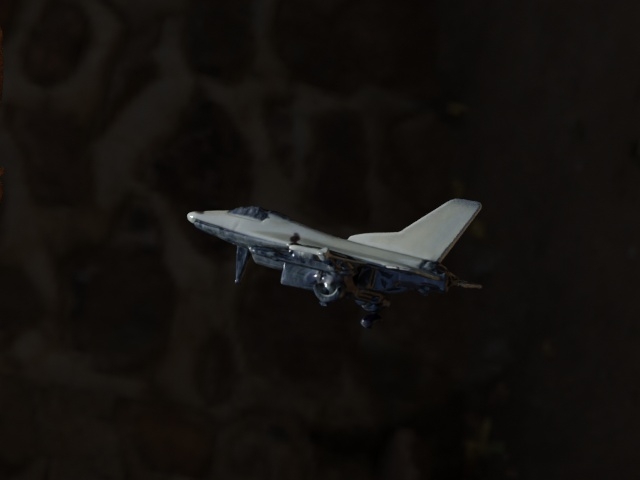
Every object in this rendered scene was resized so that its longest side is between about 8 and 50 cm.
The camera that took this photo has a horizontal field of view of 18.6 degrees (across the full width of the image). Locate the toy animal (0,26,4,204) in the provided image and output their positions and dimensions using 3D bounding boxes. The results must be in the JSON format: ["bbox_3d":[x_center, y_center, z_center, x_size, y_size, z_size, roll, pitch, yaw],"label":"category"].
[{"bbox_3d":[-0.226,-0.093,1.123,0.241,0.099,0.056,106,174,-47],"label":"toy animal"}]

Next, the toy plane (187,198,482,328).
[{"bbox_3d":[0.003,0.016,1.306,0.234,0.160,0.082,-2,83,33],"label":"toy plane"}]
